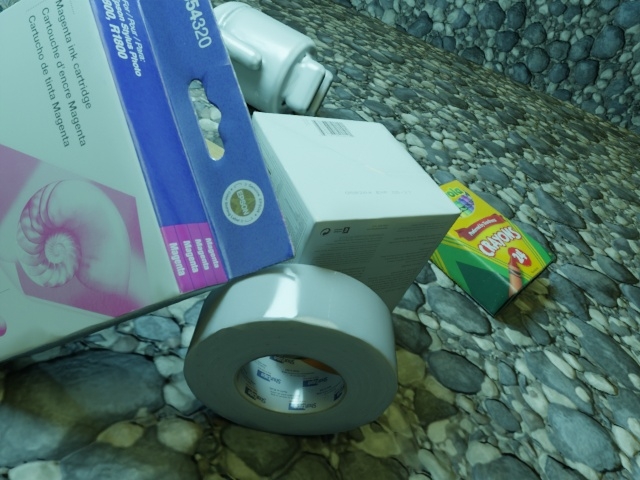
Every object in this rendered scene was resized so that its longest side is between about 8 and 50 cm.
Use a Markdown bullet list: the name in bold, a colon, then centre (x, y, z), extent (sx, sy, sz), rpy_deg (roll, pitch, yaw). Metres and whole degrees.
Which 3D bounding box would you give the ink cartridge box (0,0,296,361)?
- **ink cartridge box**: centre (-0.230, -0.079, 0.424), extent (0.071, 0.330, 0.324), rpy_deg (-3, 73, -74)

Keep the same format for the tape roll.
- **tape roll**: centre (-0.029, 0.126, 0.462), extent (0.219, 0.219, 0.072), rpy_deg (16, 41, -10)

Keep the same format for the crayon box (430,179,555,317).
- **crayon box**: centre (0.294, -0.015, 0.888), extent (0.202, 0.081, 0.318), rpy_deg (-23, 58, -41)

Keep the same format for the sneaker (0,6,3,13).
- **sneaker**: centre (-0.564, -0.532, 0.968), extent (0.319, 0.127, 0.208), rpy_deg (25, 38, 18)

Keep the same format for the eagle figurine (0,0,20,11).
- **eagle figurine**: centre (-0.404, -0.201, 0.606), extent (0.226, 0.225, 0.298), rpy_deg (-6, 64, -21)

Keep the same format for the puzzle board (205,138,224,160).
- **puzzle board**: centre (-0.217, -0.159, 0.847), extent (0.128, 0.011, 0.096), rpy_deg (31, 39, 8)

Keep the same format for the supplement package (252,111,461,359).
- **supplement package**: centre (0.000, 0.000, 0.581), extent (0.199, 0.262, 0.198), rpy_deg (-4, 47, -30)

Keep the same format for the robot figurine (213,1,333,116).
- **robot figurine**: centre (-0.149, -0.429, 1.029), extent (0.353, 0.199, 0.300), rpy_deg (32, 13, 9)
